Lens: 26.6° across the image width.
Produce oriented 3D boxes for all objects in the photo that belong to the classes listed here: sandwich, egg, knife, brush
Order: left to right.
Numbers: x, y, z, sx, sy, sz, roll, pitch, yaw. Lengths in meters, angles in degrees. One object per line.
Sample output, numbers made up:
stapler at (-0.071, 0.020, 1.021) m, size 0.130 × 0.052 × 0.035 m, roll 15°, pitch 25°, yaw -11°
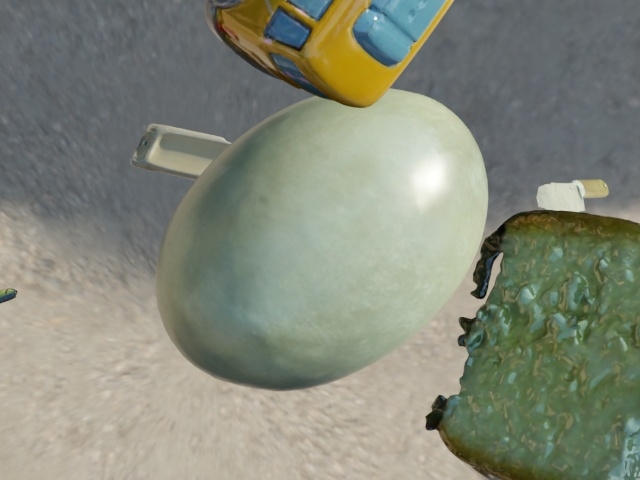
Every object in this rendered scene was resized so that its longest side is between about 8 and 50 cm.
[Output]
brush at (-0.089, -0.081, 1.547) m, size 0.321 × 0.050 × 0.060 m, roll 14°, pitch 74°, yaw 37°
egg at (0.000, 0.000, 1.305) m, size 0.352 × 0.258 × 0.258 m, roll -32°, pitch 88°, yaw 16°
knife at (0.328, -0.057, 1.746) m, size 0.017 × 0.298 × 0.047 m, roll -24°, pitch 82°, yaw 26°
sandwich at (0.163, 0.100, 0.629) m, size 0.235 × 0.128 × 0.122 m, roll 42°, pitch 72°, yaw -39°

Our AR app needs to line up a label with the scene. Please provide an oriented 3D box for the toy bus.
toy bus at (0.029, -0.200, 0.994) m, size 0.209 × 0.126 × 0.136 m, roll -54°, pitch 49°, yaw 4°

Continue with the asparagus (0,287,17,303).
asparagus at (-0.306, 0.059, 1.009) m, size 0.166 × 0.013 × 0.016 m, roll -14°, pitch 76°, yaw -2°
